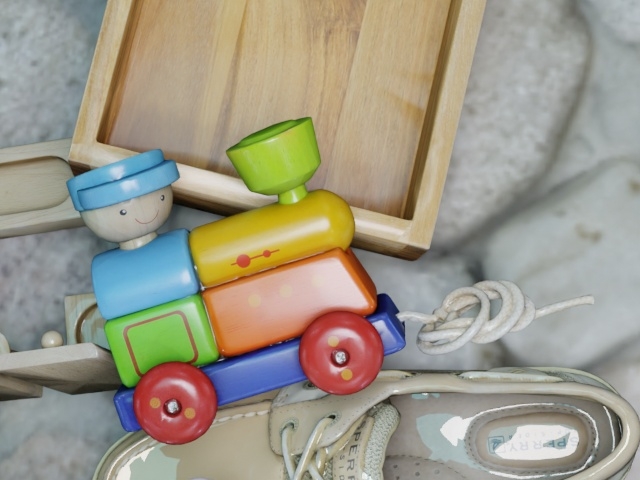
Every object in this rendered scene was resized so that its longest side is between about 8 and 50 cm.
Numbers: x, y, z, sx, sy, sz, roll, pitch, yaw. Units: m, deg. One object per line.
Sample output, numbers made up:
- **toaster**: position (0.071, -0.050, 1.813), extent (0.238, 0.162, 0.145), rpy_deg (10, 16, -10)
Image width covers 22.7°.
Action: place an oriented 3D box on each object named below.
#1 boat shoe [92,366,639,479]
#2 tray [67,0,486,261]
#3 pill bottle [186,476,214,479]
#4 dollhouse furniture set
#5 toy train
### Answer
- **boat shoe**: position (0.019, 0.118, 0.848), extent (0.302, 0.098, 0.109), rpy_deg (-7, 80, 5)
- **tray**: position (0.006, -0.212, 0.917), extent (0.203, 0.076, 0.411), rpy_deg (14, 83, -3)
- **pill bottle**: position (-0.191, 0.284, 0.775), extent (0.408, 0.229, 0.229), rpy_deg (-30, 75, 12)
- **dollhouse furniture set**: position (-0.181, 0.010, 0.902), extent (0.144, 0.123, 0.151), rpy_deg (-8, 78, 9)
- **toy train**: position (0.000, 0.000, 0.815), extent (0.248, 0.105, 0.143), rpy_deg (-17, 99, 5)
